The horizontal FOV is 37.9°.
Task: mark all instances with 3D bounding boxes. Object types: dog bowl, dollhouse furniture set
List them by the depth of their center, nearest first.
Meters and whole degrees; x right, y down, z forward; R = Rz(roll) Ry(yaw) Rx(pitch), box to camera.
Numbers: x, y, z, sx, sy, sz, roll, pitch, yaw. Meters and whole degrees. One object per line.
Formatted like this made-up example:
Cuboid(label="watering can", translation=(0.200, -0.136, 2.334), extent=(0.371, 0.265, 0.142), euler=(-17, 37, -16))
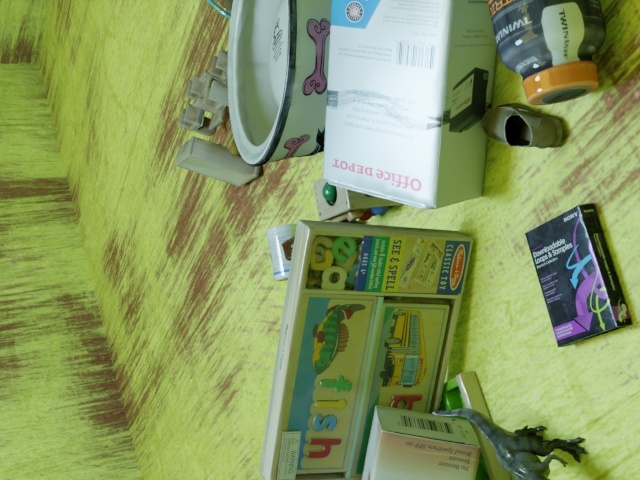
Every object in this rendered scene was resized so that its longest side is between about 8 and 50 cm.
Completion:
Cuboid(label="dog bowl", translation=(-0.046, -0.331, 1.636), extent=(0.408, 0.150, 0.408), euler=(180, 90, -71))
Cuboid(label="dollhouse furniture set", translation=(-0.208, -0.264, 2.072), extent=(0.212, 0.161, 0.242), euler=(-22, 54, 61))

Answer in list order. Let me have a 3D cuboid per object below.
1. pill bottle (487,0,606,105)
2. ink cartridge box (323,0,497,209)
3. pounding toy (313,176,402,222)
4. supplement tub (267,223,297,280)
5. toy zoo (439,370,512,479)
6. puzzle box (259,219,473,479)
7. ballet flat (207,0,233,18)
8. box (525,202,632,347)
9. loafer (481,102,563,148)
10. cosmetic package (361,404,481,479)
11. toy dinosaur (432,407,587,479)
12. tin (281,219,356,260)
Cuboid(label="pill bottle", translation=(0.270, -0.292, 1.132), extent=(0.130, 0.130, 0.246), euler=(-24, 75, 61))
Cuboid(label="ink cartridge box", translation=(0.129, -0.222, 1.361), extent=(0.223, 0.129, 0.307), euler=(18, 112, 41))
Cuboid(label="pounding toy", translation=(0.049, -0.063, 1.578), extent=(0.130, 0.141, 0.100), euler=(-21, 77, 61))
Cuboid(label="supplement tub", translation=(-0.067, 0.025, 1.890), extent=(0.071, 0.071, 0.107), euler=(-25, 73, 61))
Cuboid(label="toy zoo", translation=(0.192, 0.346, 1.513), extent=(0.293, 0.030, 0.192), euler=(-45, 56, 55))
Cuboid(label="puzzle box", translation=(0.068, 0.177, 1.409), extent=(0.052, 0.272, 0.409), euler=(-143, 59, -63))
Cuboid(label="ballet flat", translation=(-0.224, -0.600, 2.041), extent=(0.124, 0.116, 0.342), euler=(-59, 38, 21))
Cuboid(label="box", translation=(0.328, 0.046, 1.200), extent=(0.116, 0.029, 0.162), euler=(-38, 61, 58))
Cuboid(label="loafer", translation=(0.263, -0.155, 1.257), extent=(0.148, 0.050, 0.056), euler=(21, 114, 59))
Cuboid(label="cosmetic package", translation=(0.129, 0.409, 1.365), extent=(0.129, 0.153, 0.296), euler=(-85, 3, -82))
Cuboid(label="toy dinosaur", translation=(0.275, 0.281, 1.252), extent=(0.268, 0.118, 0.064), euler=(39, 128, 54))
Cuboid(label="tin", translation=(0.000, 0.000, 1.724), extent=(0.189, 0.106, 0.040), euler=(-28, 78, 61))
